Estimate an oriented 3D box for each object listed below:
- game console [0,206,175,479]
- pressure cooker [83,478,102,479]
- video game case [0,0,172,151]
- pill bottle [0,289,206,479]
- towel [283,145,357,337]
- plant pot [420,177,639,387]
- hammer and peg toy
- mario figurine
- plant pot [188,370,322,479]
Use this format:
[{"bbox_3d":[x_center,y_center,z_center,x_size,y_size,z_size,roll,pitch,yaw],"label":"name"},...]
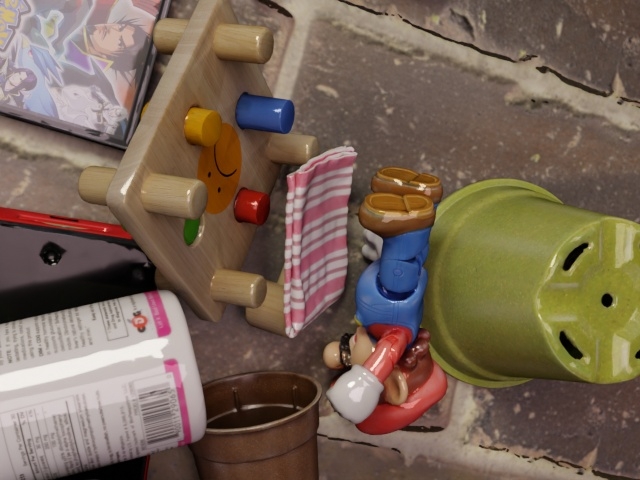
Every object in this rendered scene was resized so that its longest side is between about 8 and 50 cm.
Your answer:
[{"bbox_3d":[-0.362,0.134,1.039,0.386,0.060,0.342,9,95,-17],"label":"game console"},{"bbox_3d":[-0.270,0.410,0.848,0.420,0.370,0.376,-13,142,8],"label":"pressure cooker"},{"bbox_3d":[-0.294,-0.264,1.047,0.248,0.035,0.275,16,87,-18],"label":"video game case"},{"bbox_3d":[-0.267,0.153,0.938,0.282,0.160,0.161,-12,96,-15],"label":"pill bottle"},{"bbox_3d":[0.000,0.000,1.085,0.029,0.144,0.197,10,111,22],"label":"towel"},{"bbox_3d":[0.275,0.062,1.132,0.275,0.254,0.276,-1,93,-18],"label":"plant pot"},{"bbox_3d":[-0.099,-0.057,1.031,0.127,0.361,0.266,10,64,22],"label":"hammer and peg toy"},{"bbox_3d":[0.054,0.083,1.104,0.198,0.170,0.321,-18,122,-38],"label":"mario figurine"},{"bbox_3d":[-0.070,0.255,1.084,0.166,0.167,0.165,-11,103,-17],"label":"plant pot"}]
